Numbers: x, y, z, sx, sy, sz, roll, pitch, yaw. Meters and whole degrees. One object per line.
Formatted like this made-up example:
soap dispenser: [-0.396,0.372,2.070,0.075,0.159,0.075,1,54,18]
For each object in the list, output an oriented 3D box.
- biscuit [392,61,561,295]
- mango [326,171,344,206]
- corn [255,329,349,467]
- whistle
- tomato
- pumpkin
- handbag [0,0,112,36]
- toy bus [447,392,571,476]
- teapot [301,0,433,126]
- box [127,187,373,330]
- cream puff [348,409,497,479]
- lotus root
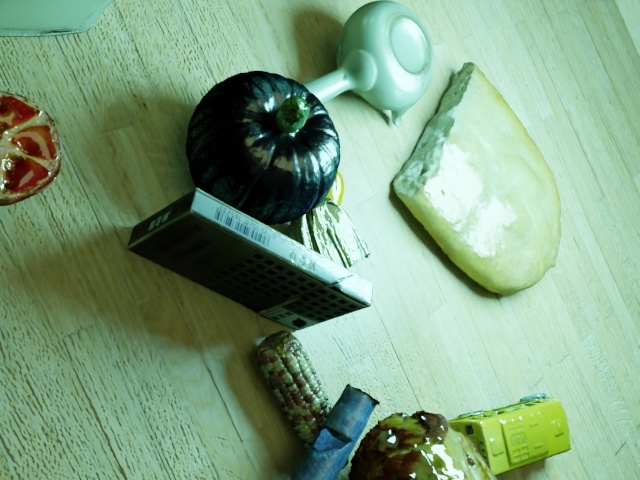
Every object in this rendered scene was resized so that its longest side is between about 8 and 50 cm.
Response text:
biscuit: [0.360,-0.103,1.721,0.446,0.104,0.429,51,48,-14]
mango: [0.017,-0.085,1.451,0.060,0.046,0.089,3,76,-41]
corn: [-0.026,0.252,1.270,0.079,0.079,0.237,-32,101,-44]
whistle: [-0.012,0.355,1.197,0.062,0.062,0.304,40,72,-23]
tomato: [-0.416,-0.116,1.063,0.155,0.069,0.156,14,67,-34]
pumpkin: [-0.072,-0.154,1.259,0.248,0.248,0.248,16,64,-37]
handbag: [-0.324,-0.408,1.057,0.236,0.358,0.160,-7,77,-43]
toy bus: [0.365,0.363,1.534,0.335,0.123,0.121,-1,75,-42]
teapot: [0.075,-0.336,1.527,0.318,0.149,0.220,-3,83,-43]
box: [-0.099,0.039,1.208,0.325,0.180,0.047,30,56,-30]
cream puff: [0.166,0.422,1.249,0.350,0.228,0.350,52,13,-17]
lotus root: [-0.001,0.000,1.388,0.143,0.070,0.144,-23,94,-38]
